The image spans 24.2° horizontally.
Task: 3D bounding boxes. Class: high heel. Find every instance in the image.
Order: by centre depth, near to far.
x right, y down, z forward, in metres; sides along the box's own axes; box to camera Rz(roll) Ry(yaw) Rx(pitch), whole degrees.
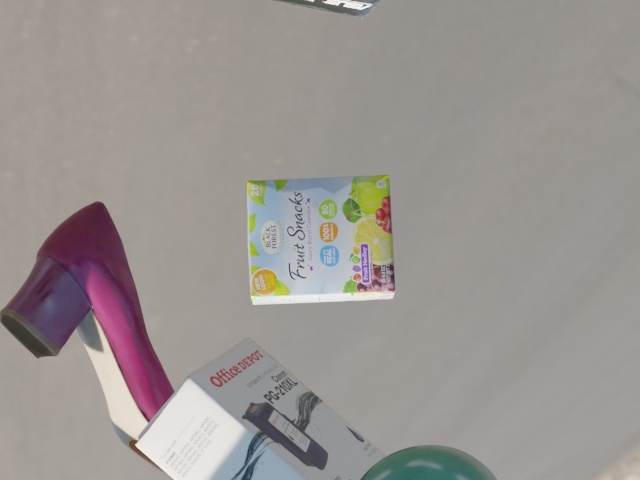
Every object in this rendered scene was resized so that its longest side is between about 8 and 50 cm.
[{"bbox_3d":[-0.190,0.134,1.731,0.127,0.377,0.181,0,-132,50],"label":"high heel"}]

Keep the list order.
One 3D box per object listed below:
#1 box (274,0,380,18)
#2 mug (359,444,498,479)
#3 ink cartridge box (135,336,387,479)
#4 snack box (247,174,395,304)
[{"bbox_3d":[-0.047,-0.259,1.027,0.184,0.190,0.045,7,159,-26],"label":"box"},{"bbox_3d":[0.090,0.239,1.175,0.129,0.157,0.097,-29,168,7],"label":"mug"},{"bbox_3d":[-0.042,0.221,1.486,0.100,0.237,0.172,-52,172,18],"label":"ink cartridge box"},{"bbox_3d":[0.000,0.000,2.138,0.207,0.174,0.070,-3,168,0],"label":"snack box"}]
